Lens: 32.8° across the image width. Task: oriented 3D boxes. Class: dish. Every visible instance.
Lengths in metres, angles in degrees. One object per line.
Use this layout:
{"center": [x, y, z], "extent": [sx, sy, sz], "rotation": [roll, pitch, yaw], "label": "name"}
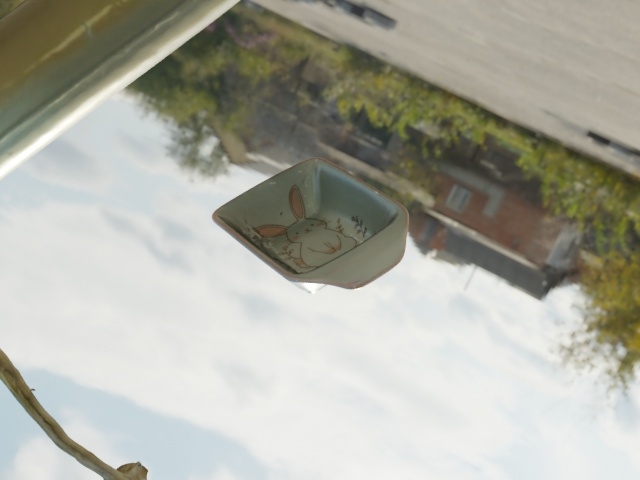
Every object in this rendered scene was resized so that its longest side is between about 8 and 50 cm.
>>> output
{"center": [0.000, 0.000, 1.174], "extent": [0.234, 0.154, 0.064], "rotation": [35, 148, 51], "label": "dish"}

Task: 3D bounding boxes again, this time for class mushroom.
{"center": [-0.189, 0.046, 0.594], "extent": [0.286, 0.026, 0.028], "rotation": [40, 159, 21], "label": "mushroom"}

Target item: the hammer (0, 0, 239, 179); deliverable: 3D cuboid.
{"center": [-0.125, -0.041, 0.391], "extent": [0.202, 0.305, 0.113], "rotation": [54, -179, 42], "label": "hammer"}
